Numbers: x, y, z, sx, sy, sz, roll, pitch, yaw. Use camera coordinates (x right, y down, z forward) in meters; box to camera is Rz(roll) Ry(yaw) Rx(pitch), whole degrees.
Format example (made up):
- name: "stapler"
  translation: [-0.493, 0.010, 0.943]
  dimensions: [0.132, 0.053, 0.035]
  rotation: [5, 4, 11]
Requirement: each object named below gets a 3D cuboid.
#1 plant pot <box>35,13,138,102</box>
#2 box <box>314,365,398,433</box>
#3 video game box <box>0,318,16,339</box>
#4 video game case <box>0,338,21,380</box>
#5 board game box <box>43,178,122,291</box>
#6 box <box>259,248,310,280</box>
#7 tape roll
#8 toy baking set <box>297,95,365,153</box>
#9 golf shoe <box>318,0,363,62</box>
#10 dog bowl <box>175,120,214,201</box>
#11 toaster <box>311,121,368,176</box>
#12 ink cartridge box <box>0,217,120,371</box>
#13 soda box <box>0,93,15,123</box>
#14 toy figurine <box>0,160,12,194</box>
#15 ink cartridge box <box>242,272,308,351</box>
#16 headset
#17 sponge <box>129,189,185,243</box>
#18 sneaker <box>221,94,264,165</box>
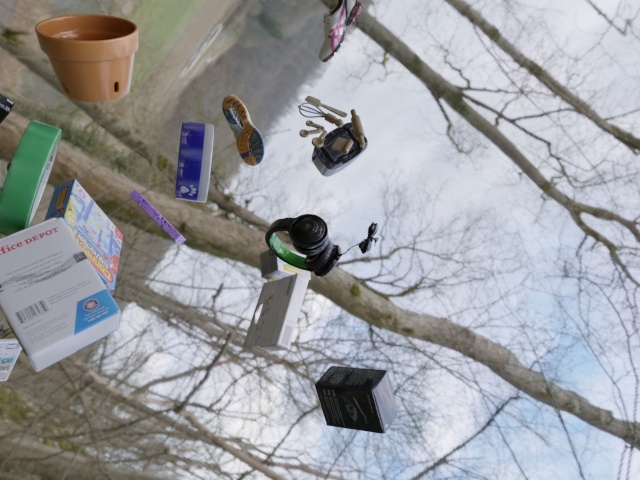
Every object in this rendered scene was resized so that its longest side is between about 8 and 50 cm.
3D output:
- name: "plant pot"
  translation: [-0.709, -0.562, 1.735]
  dimensions: [0.291, 0.290, 0.204]
  rotation: [-92, -173, -54]
- name: "box"
  translation: [0.108, 0.471, 1.662]
  dimensions: [0.207, 0.153, 0.108]
  rotation: [-3, -160, 34]
- name: "video game box"
  translation: [-0.954, 0.279, 1.781]
  dimensions: [0.187, 0.048, 0.205]
  rotation: [2, -150, 36]
- name: "video game case"
  translation: [-0.940, 0.342, 1.579]
  dimensions: [0.019, 0.157, 0.143]
  rotation: [35, -80, 28]
- name: "board game box"
  translation: [-0.841, -0.008, 1.989]
  dimensions: [0.086, 0.308, 0.302]
  rotation: [-21, -138, 6]
- name: "box"
  translation: [-0.148, 0.112, 2.362]
  dimensions: [0.103, 0.203, 0.114]
  rotation: [-25, -120, 34]
- name: "tape roll"
  translation: [-0.791, -0.163, 1.513]
  dimensions: [0.321, 0.077, 0.322]
  rotation: [-46, -147, 43]
- name: "toy baking set"
  translation: [0.031, -0.356, 1.664]
  dimensions: [0.030, 0.196, 0.256]
  rotation: [107, -17, -49]
- name: "golf shoe"
  translation: [0.035, -0.582, 1.528]
  dimensions: [0.186, 0.085, 0.067]
  rotation: [-60, -160, 15]
- name: "dog bowl"
  translation: [-0.424, -0.265, 1.878]
  dimensions: [0.265, 0.104, 0.265]
  rotation: [-174, -90, -76]
- name: "toaster"
  translation: [0.058, -0.318, 2.021]
  dimensions: [0.227, 0.129, 0.146]
  rotation: [-36, 176, -13]
- name: "ink cartridge box"
  translation: [-0.674, 0.128, 1.386]
  dimensions: [0.223, 0.308, 0.129]
  rotation: [-29, 164, -30]
- name: "soda box"
  translation: [-0.931, -0.396, 1.517]
  dimensions: [0.060, 0.169, 0.053]
  rotation: [-33, -141, 24]
- name: "toy figurine"
  translation: [-1.006, -0.159, 1.684]
  dimensions: [0.212, 0.148, 0.209]
  rotation: [-18, -175, 31]
- name: "ink cartridge box"
  translation: [-0.178, 0.292, 2.221]
  dimensions: [0.261, 0.066, 0.297]
  rotation: [-19, -132, 52]
- name: "headset"
  translation: [0.000, 0.000, 1.907]
  dimensions: [0.393, 0.243, 0.185]
  rotation: [4, -127, 33]
- name: "sponge"
  translation: [-0.523, -0.073, 1.798]
  dimensions: [0.031, 0.210, 0.117]
  rotation: [-44, 179, -9]
- name: "sneaker"
  translation: [-0.306, -0.448, 2.241]
  dimensions: [0.111, 0.297, 0.131]
  rotation: [-20, -154, -4]
